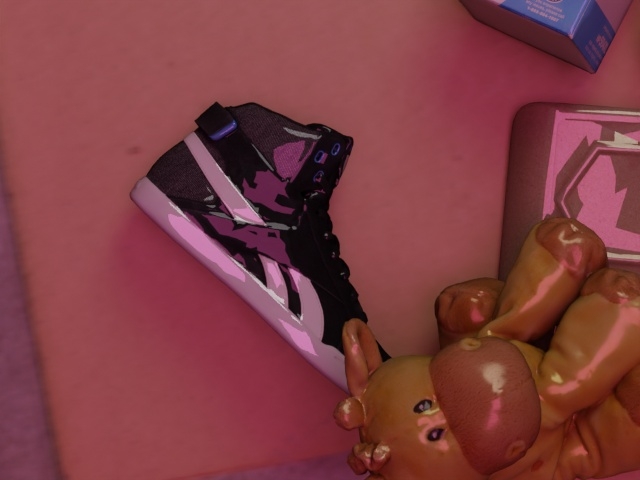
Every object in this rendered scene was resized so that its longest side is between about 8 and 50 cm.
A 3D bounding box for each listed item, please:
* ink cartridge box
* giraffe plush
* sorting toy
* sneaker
[{"bbox_3d":[0.154,-0.192,1.070,0.092,0.090,0.143,28,90,21],"label":"ink cartridge box"},{"bbox_3d":[0.091,0.096,1.022,0.181,0.170,0.210,48,117,29],"label":"giraffe plush"},{"bbox_3d":[0.227,-0.021,1.090,0.229,0.041,0.307,5,92,12],"label":"sorting toy"},{"bbox_3d":[0.000,0.000,1.084,0.217,0.079,0.121,42,90,-4],"label":"sneaker"}]
